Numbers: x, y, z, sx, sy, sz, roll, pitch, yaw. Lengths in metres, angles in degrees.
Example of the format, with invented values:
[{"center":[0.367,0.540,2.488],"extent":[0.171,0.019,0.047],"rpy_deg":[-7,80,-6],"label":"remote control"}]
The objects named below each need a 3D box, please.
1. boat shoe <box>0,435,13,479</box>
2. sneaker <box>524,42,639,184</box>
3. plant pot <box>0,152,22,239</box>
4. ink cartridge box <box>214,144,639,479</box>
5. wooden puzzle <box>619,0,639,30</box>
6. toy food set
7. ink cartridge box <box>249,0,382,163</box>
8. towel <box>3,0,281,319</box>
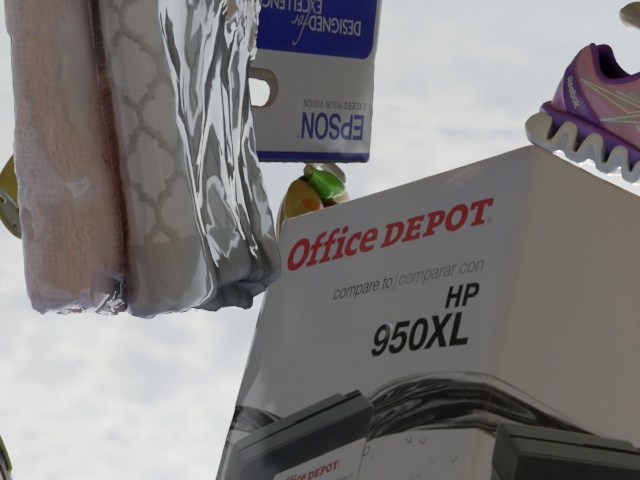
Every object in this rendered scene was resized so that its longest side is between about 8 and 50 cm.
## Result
[{"center":[-0.349,0.300,1.831],"extent":[0.116,0.324,0.097],"rpy_deg":[8,-138,15],"label":"boat shoe"},{"center":[0.277,-0.086,1.407],"extent":[0.236,0.104,0.095],"rpy_deg":[25,-168,24],"label":"sneaker"},{"center":[-0.307,-0.053,2.010],"extent":[0.095,0.134,0.134],"rpy_deg":[-33,-146,-29],"label":"plant pot"},{"center":[0.066,0.167,1.133],"extent":[0.166,0.395,0.285],"rpy_deg":[25,158,-29],"label":"ink cartridge box"},{"center":[0.362,-0.013,1.167],"extent":[0.080,0.348,0.322],"rpy_deg":[-34,163,36],"label":"wooden puzzle"},{"center":[0.000,0.000,1.623],"extent":[0.038,0.192,0.132],"rpy_deg":[-6,156,28],"label":"toy food set"},{"center":[-0.062,-0.199,1.006],"extent":[0.072,0.307,0.303],"rpy_deg":[11,-172,33],"label":"ink cartridge box"},{"center":[-0.052,-0.130,0.628],"extent":[0.053,0.317,0.332],"rpy_deg":[-3,179,3],"label":"towel"}]
